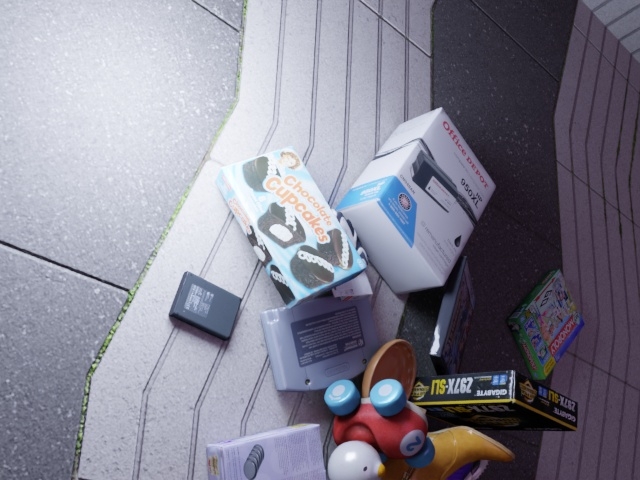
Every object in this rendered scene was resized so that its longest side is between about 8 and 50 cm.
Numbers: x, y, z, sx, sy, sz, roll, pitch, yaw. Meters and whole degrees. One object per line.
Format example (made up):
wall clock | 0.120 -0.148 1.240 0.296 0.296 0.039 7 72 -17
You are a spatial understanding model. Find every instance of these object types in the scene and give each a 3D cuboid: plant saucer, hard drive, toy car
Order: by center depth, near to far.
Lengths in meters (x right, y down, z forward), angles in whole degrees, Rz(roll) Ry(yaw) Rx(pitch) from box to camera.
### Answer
hard drive | -0.226 0.131 1.309 0.135 0.022 0.094 31 60 -31
toy car | 0.102 0.447 1.356 0.219 0.210 0.238 61 37 -30
plant saucer | 0.157 0.326 1.539 0.200 0.037 0.200 -15 110 -48

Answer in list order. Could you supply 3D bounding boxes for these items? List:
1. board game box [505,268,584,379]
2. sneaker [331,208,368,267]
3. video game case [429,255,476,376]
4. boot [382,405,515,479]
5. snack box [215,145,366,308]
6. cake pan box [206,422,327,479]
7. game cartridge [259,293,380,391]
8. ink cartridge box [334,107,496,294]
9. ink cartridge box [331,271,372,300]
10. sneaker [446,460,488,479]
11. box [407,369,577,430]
board game box | 0.709 0.256 2.059 0.317 0.046 0.213 -35 102 -40
sneaker | 0.000 0.000 1.493 0.235 0.094 0.153 -3 74 -34
video game case | 0.342 0.216 1.679 0.248 0.035 0.275 62 42 -54
boot | 0.280 0.524 1.518 0.295 0.104 0.211 21 72 8
snack box | -0.063 -0.035 1.387 0.187 0.060 0.322 -23 75 -33
cake pan box | -0.094 0.513 1.297 0.246 0.070 0.267 -2 80 -39
game cartridge | 0.007 0.225 1.465 0.297 0.062 0.198 -9 89 -41
ink cartridge box | 0.253 -0.105 1.681 0.285 0.166 0.395 51 52 -19
ink cartridge box | 0.060 0.103 1.494 0.115 0.029 0.063 -2 64 -38
sneaker | 0.284 0.570 1.592 0.293 0.102 0.146 -39 97 -42
box | 0.402 0.391 1.579 0.257 0.322 0.079 30 60 -32
